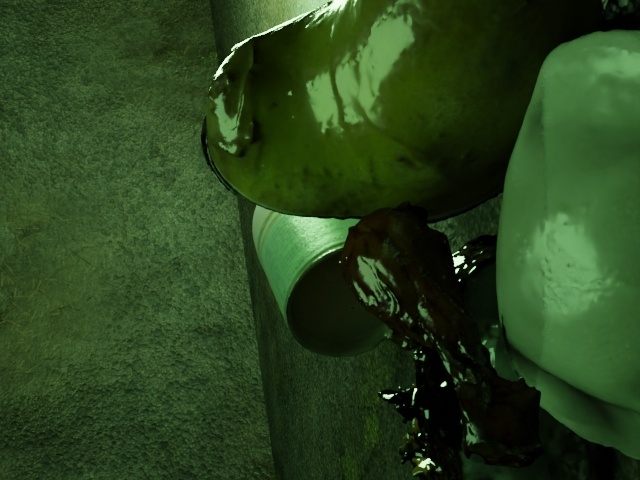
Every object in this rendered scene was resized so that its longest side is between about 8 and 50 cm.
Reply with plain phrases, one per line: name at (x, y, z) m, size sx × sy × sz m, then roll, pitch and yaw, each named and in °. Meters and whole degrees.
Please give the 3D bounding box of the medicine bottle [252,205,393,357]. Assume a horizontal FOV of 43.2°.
medicine bottle at (0.000, 0.000, 1.482) m, size 0.406 × 0.236 × 0.235 m, roll -119°, pitch 28°, yaw -55°

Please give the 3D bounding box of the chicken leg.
chicken leg at (0.110, 0.076, 0.751) m, size 0.113 × 0.093 × 0.304 m, roll -46°, pitch 50°, yaw 17°

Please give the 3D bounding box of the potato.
potato at (0.079, -0.206, 0.832) m, size 0.296 × 0.397 × 0.290 m, roll 102°, pitch 177°, yaw -60°

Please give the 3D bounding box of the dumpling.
dumpling at (0.264, 0.014, 0.662) m, size 0.260 × 0.181 × 0.341 m, roll 22°, pitch 93°, yaw 56°

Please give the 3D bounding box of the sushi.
sushi at (0.180, 0.170, 0.895) m, size 0.207 × 0.234 × 0.348 m, roll -160°, pitch 71°, yaw -74°
